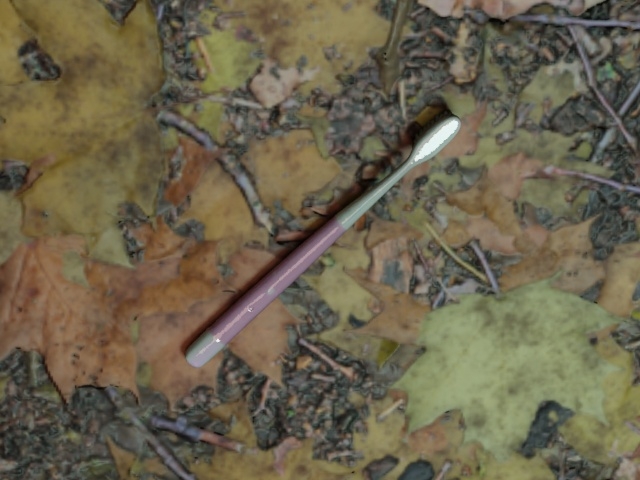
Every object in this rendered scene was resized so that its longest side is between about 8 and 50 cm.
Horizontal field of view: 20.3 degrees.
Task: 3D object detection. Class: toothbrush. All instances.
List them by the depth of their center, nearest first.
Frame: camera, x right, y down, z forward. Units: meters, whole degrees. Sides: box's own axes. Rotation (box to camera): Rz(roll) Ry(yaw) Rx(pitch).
[{"bbox_3d":[0.000,0.000,1.376,0.286,0.025,0.020,-43,110,12],"label":"toothbrush"}]
